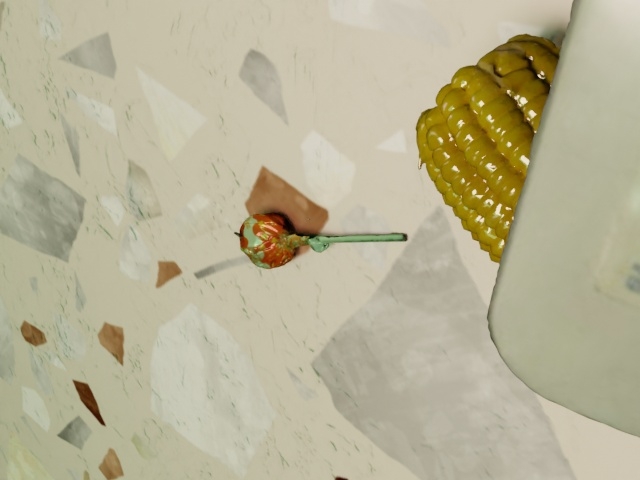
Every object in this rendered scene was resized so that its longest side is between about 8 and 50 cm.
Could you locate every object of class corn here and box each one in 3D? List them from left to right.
[{"bbox_3d":[0.199,0.022,0.734,0.344,0.131,0.131,49,140,12],"label":"corn"}]

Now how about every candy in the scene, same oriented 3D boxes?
[{"bbox_3d":[0.000,0.000,1.021,0.184,0.049,0.055,0,141,42],"label":"candy"}]

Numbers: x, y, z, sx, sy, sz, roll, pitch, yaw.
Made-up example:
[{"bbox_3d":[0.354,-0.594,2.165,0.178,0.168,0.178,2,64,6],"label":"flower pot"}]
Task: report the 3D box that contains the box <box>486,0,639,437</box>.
[{"bbox_3d":[0.297,-0.036,0.509,0.396,0.111,0.397,22,126,15],"label":"box"}]
